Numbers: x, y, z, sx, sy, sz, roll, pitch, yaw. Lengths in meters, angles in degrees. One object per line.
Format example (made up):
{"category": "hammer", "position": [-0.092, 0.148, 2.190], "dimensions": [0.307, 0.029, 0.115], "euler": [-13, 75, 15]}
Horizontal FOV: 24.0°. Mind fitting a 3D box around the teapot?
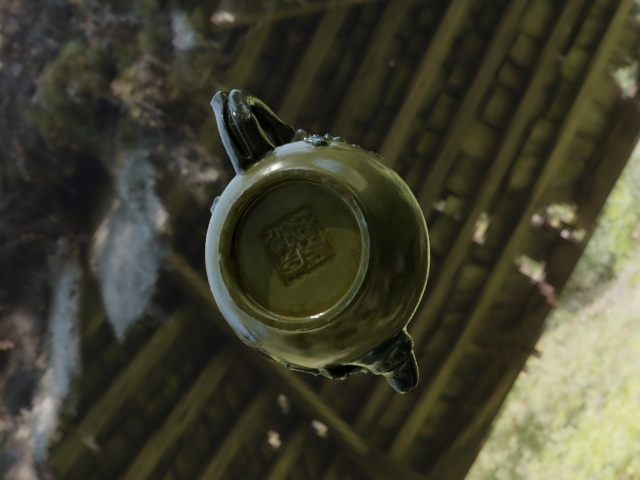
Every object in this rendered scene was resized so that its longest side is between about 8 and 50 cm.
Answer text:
{"category": "teapot", "position": [0.000, 0.000, 1.177], "dimensions": [0.173, 0.269, 0.182], "euler": [-33, -13, 13]}
